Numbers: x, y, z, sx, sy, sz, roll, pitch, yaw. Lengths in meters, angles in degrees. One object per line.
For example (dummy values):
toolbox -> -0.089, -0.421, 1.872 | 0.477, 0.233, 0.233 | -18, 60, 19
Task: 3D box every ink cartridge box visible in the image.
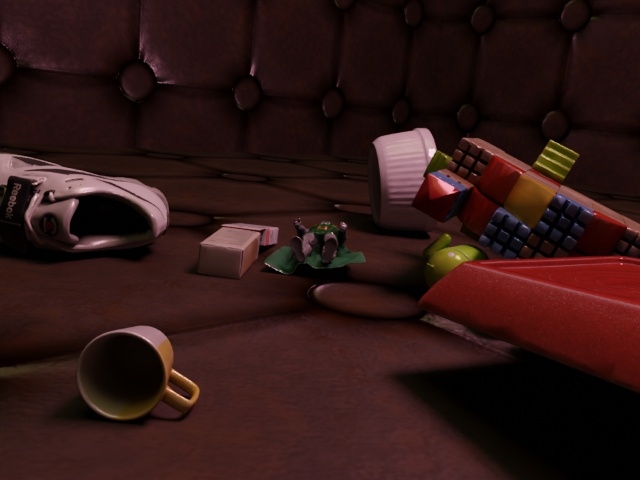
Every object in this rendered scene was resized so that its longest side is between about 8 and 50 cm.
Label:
ink cartridge box -> -0.108, -0.009, 0.943 | 0.062, 0.029, 0.115 | 7, 4, 9

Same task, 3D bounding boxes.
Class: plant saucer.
plant saucer -> 0.252, 0.050, 0.483 | 0.258, 0.048, 0.259 | -1, 8, -26

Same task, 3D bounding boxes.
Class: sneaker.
sneaker -> -0.364, -0.045, 0.801 | 0.330, 0.123, 0.146 | 2, 11, -16

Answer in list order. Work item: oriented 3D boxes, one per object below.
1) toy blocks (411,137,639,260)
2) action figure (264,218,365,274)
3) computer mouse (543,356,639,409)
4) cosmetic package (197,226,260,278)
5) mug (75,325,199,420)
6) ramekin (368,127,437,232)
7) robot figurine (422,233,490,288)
toy blocks -> 0.292, -0.026, 0.820 | 0.381, 0.191, 0.261 | 32, 20, 15
action figure -> 0.000, 0.000, 0.932 | 0.137, 0.064, 0.232 | 4, 8, 3
computer mouse -> 0.274, 0.100, 0.581 | 0.188, 0.072, 0.272 | 3, 7, -5
cosmetic package -> -0.122, 0.015, 0.833 | 0.060, 0.041, 0.115 | 9, 13, 5
mug -> -0.133, 0.097, 0.448 | 0.062, 0.078, 0.064 | -27, 4, 0
ramekin -> 0.158, -0.115, 1.212 | 0.108, 0.207, 0.207 | -3, 13, -3
robot figurine -> 0.179, 0.041, 0.799 | 0.115, 0.067, 0.101 | -7, 50, -51
